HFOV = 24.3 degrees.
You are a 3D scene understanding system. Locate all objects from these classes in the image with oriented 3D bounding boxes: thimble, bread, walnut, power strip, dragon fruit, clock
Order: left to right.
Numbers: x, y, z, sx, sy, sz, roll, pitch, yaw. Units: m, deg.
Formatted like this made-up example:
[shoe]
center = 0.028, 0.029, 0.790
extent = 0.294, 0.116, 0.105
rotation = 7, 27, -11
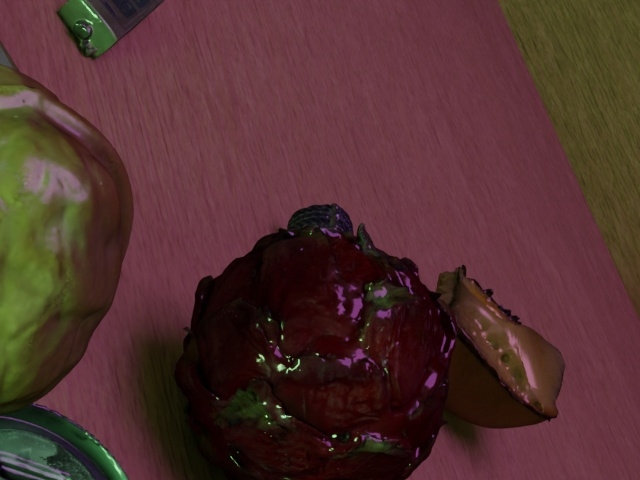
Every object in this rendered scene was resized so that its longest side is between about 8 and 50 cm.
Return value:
[walnut]
center = -0.299, -0.013, 1.272
extent = 0.285, 0.285, 0.296
rotation = 36, 9, -42
[clock]
center = -0.255, 0.231, 1.271
extent = 0.215, 0.042, 0.215
rotation = 27, 33, -19
[power strip]
center = -0.275, -0.321, 2.032
extent = 0.080, 0.048, 0.286
rotation = 54, 21, -11
[dragon fruit]
center = -0.006, 0.143, 1.638
extent = 0.329, 0.329, 0.329
rotation = 44, 26, -28
[thimble]
center = 0.000, 0.002, 2.113
extent = 0.104, 0.095, 0.066
rotation = 86, 4, -51
[bread]
center = 0.246, 0.186, 2.269
extent = 0.262, 0.162, 0.204
rotation = 43, 24, -11

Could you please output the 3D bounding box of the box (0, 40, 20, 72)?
[box]
center = -0.442, -0.256, 1.605
extent = 0.270, 0.045, 0.211
rotation = 58, 23, 0
